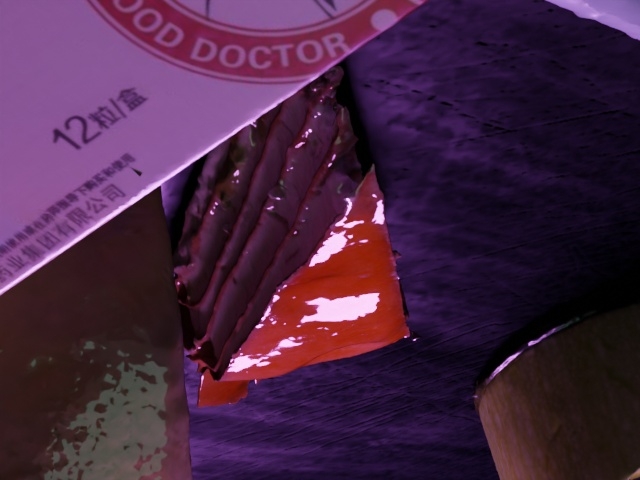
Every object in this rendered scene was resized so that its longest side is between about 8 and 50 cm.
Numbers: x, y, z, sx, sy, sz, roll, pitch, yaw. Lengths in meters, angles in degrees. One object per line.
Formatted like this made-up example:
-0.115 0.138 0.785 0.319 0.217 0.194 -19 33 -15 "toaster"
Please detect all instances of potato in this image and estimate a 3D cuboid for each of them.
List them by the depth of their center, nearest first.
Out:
-0.171 0.088 0.758 0.211 0.189 0.264 -5 148 -17 "potato"

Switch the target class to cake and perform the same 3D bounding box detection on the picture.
-0.001 -0.006 0.783 0.135 0.098 0.287 -5 152 -15 "cake"

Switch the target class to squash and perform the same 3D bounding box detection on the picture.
0.228 0.132 1.089 0.220 0.133 0.220 -17 150 -10 "squash"

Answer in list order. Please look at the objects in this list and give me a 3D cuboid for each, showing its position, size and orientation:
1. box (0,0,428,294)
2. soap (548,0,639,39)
-0.150 -0.083 0.566 0.353 0.069 0.214 -33 130 24 "box"
0.134 -0.149 0.533 0.289 0.173 0.095 14 137 -39 "soap"
